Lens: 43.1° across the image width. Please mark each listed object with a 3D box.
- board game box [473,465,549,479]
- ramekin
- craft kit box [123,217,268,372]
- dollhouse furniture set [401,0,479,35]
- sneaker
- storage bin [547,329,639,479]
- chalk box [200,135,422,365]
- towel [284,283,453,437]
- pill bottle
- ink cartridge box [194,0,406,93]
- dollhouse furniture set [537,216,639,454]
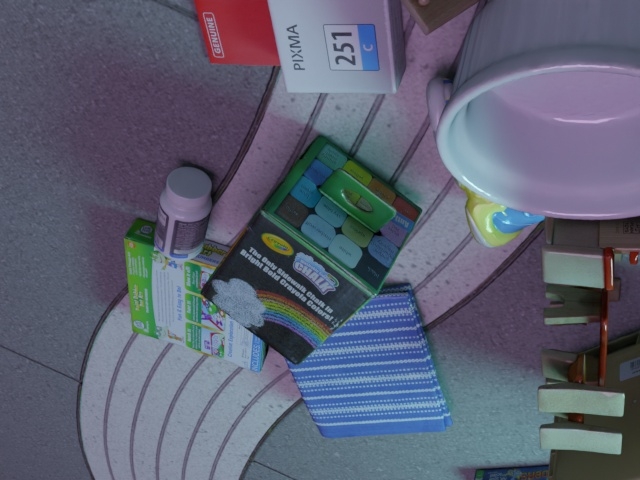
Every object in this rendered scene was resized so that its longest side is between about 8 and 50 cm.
[{"bbox_3d":[0.398,0.463,1.472,0.201,0.035,0.136,-15,125,34],"label":"board game box"},{"bbox_3d":[0.261,-0.141,0.809,0.277,0.135,0.277,10,156,4],"label":"ramekin"},{"bbox_3d":[-0.202,0.098,1.364,0.247,0.061,0.249,15,136,5],"label":"craft kit box"},{"bbox_3d":[0.131,-0.303,0.731,0.144,0.123,0.151,54,152,-3],"label":"dollhouse furniture set"},{"bbox_3d":[0.213,-0.106,0.976,0.126,0.091,0.240,-19,124,14],"label":"sneaker"},{"bbox_3d":[0.448,0.243,1.069,0.123,0.260,0.262,40,135,-17],"label":"storage bin"},{"bbox_3d":[0.000,0.000,1.074,0.180,0.179,0.289,38,137,-4],"label":"chalk box"},{"bbox_3d":[0.070,0.210,1.340,0.243,0.040,0.336,-8,127,16],"label":"towel"},{"bbox_3d":[-0.204,-0.040,1.210,0.078,0.078,0.137,23,137,1],"label":"pill bottle"},{"bbox_3d":[-0.048,-0.304,0.893,0.261,0.066,0.296,5,133,18],"label":"ink cartridge box"},{"bbox_3d":[0.337,0.083,0.965,0.135,0.262,0.259,1,132,19],"label":"dollhouse furniture set"}]
